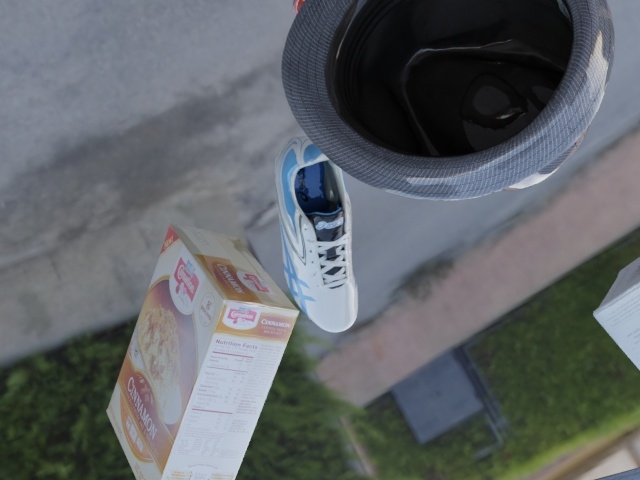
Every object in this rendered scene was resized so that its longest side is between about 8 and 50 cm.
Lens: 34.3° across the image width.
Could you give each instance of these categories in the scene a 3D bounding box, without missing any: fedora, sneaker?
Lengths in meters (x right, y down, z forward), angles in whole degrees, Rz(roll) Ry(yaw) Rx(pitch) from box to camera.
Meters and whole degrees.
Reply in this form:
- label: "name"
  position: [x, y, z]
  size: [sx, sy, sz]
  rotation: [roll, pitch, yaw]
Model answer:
- label: "fedora"
  position: [0.116, -0.134, 0.854]
  size: [0.243, 0.275, 0.124]
  rotation: [-62, 146, -6]
- label: "sneaker"
  position: [0.000, 0.000, 1.169]
  size: [0.085, 0.237, 0.086]
  rotation: [-16, -160, -14]

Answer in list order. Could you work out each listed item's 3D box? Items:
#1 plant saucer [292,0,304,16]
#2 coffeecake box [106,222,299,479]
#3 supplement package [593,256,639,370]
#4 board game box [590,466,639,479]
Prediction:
- label: "plant saucer"
  position: [0.096, -0.347, 1.239]
  size: [0.259, 0.048, 0.258]
  rotation: [17, 99, -43]
- label: "coffeecake box"
  position: [-0.102, 0.101, 0.846]
  size: [0.068, 0.142, 0.185]
  rotation: [12, 108, -30]
- label: "supplement package"
  position: [0.346, 0.087, 0.910]
  size: [0.105, 0.179, 0.105]
  rotation: [-42, 176, 35]
- label: "board game box"
  position: [0.308, 0.334, 1.161]
  size: [0.281, 0.027, 0.145]
  rotation: [-29, -151, 39]
